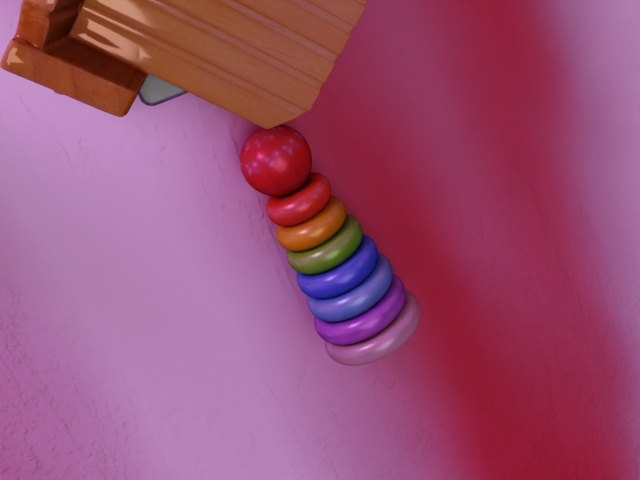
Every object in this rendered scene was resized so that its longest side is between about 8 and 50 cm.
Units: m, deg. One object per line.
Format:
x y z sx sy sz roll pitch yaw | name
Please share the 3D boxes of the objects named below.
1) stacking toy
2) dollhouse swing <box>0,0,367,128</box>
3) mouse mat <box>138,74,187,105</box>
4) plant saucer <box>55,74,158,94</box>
0.000 0.000 1.221 0.141 0.141 0.330 -32 115 -2 | stacking toy
-0.081 -0.268 0.940 0.304 0.315 0.347 27 101 -13 | dollhouse swing
-0.163 -0.260 1.067 0.152 0.007 0.190 -23 118 -8 | mouse mat
-0.225 -0.273 1.070 0.188 0.045 0.189 -12 115 -13 | plant saucer
